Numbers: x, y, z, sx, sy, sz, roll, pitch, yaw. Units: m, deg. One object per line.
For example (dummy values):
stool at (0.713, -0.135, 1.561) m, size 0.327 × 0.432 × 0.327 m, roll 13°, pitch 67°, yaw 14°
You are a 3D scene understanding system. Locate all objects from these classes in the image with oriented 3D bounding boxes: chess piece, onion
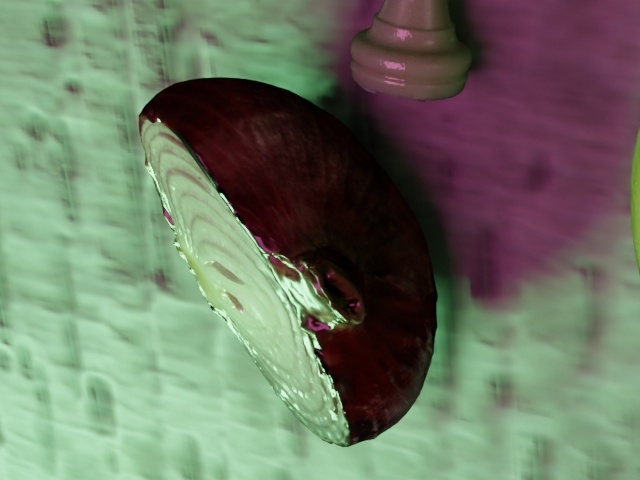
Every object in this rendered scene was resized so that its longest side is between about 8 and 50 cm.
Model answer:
chess piece at (0.048, -0.143, 0.658) m, size 0.059 × 0.059 × 0.149 m, roll 18°, pitch 114°, yaw 29°
onion at (0.000, 0.000, 0.724) m, size 0.206 × 0.098 × 0.151 m, roll 62°, pitch 157°, yaw -14°

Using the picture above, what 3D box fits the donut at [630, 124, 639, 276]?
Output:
donut at (0.302, -0.009, 0.435) m, size 0.449 × 0.198 × 0.449 m, roll 15°, pitch 119°, yaw 29°
